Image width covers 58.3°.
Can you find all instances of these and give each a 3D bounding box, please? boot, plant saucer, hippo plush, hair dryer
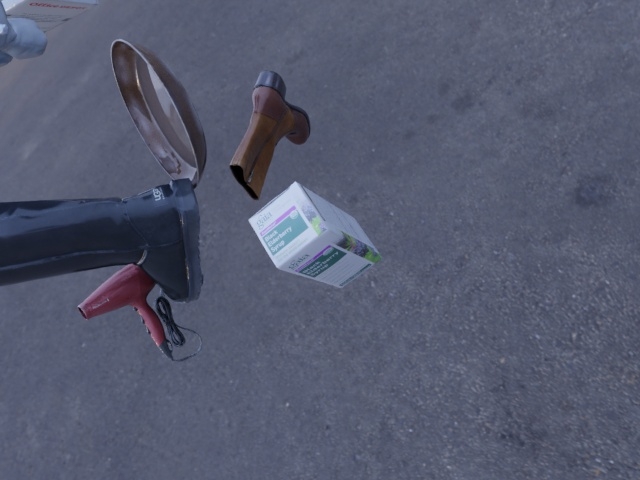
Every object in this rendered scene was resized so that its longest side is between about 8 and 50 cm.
[{"bbox_3d":[-0.478,0.043,1.160,0.366,0.446,0.146,101,148,-48],"label":"boot"},{"bbox_3d":[-0.114,-0.227,1.412,0.096,0.264,0.280,6,68,15],"label":"boot"},{"bbox_3d":[-0.308,-0.247,1.122,0.050,0.310,0.311,-34,34,-24],"label":"plant saucer"},{"bbox_3d":[-0.646,-0.430,0.992,0.235,0.236,0.294,-16,13,-6],"label":"hippo plush"},{"bbox_3d":[-0.396,0.154,1.307,0.080,0.294,0.223,-25,59,53],"label":"hair dryer"}]

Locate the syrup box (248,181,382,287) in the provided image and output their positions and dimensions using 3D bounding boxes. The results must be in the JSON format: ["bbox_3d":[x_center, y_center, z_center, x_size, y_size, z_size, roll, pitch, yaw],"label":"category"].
[{"bbox_3d":[0.000,0.000,0.895,0.093,0.237,0.096,-38,67,13],"label":"syrup box"}]

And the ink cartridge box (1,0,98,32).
[{"bbox_3d":[-0.748,-0.616,1.455,0.289,0.211,0.121,-9,102,31],"label":"ink cartridge box"}]
